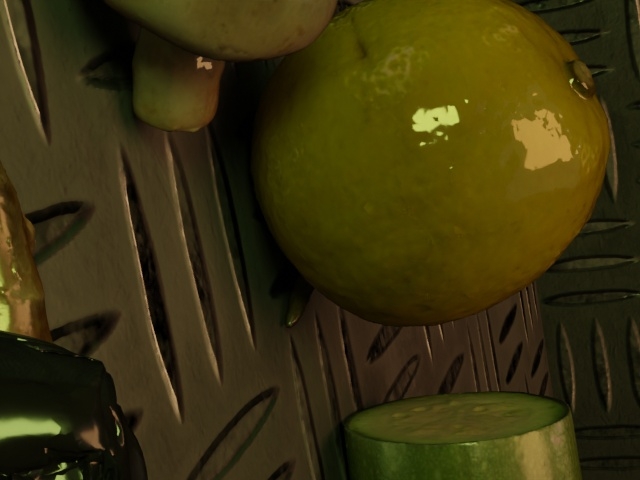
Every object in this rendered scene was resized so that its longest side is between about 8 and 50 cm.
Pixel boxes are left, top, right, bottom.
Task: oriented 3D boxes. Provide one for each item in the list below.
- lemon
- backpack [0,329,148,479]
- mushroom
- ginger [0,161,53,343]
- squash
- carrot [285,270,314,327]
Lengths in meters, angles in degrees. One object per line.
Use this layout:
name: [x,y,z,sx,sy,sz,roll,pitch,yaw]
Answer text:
lemon: [0.102,-0.083,1.070,0.348,0.348,0.348,-6,90,-70]
backpack: [-0.177,0.156,0.480,0.133,0.206,0.258,150,-53,-67]
mushroom: [-0.086,-0.201,0.838,0.209,0.206,0.206,93,3,-59]
ginger: [-0.189,0.082,0.621,0.131,0.086,0.294,7,69,-56]
squash: [0.177,0.380,1.241,0.263,0.263,0.384,-13,97,-69]
carrot: [0.000,0.000,1.198,0.254,0.049,0.049,-70,147,-42]
